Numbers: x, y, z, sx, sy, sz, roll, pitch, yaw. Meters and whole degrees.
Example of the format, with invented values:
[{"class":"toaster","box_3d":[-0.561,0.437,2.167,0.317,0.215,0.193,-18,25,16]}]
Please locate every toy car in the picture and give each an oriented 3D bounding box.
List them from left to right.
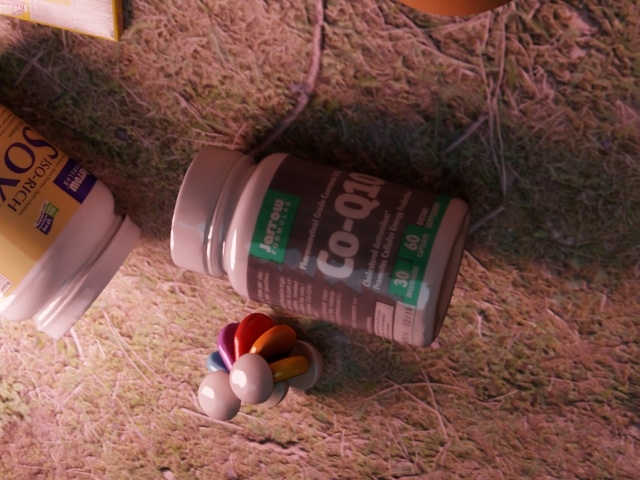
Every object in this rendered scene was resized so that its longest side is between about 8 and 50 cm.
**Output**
[{"class":"toy car","box_3d":[-0.100,0.180,2.343,0.182,0.159,0.136,-31,77,41]}]

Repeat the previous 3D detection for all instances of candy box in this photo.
[{"class":"candy box","box_3d":[-0.358,-0.331,2.071,0.205,0.027,0.105,15,136,12]}]

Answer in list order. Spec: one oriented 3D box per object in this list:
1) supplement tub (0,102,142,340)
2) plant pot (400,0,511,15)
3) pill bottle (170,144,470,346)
[{"class":"supplement tub","box_3d":[-0.443,-0.038,2.220,0.331,0.241,0.241,38,134,-11]},{"class":"plant pot","box_3d":[0.142,-0.376,1.651,0.290,0.291,0.203,11,150,16]},{"class":"pill bottle","box_3d":[0.000,0.000,2.076,0.361,0.204,0.204,15,134,11]}]
